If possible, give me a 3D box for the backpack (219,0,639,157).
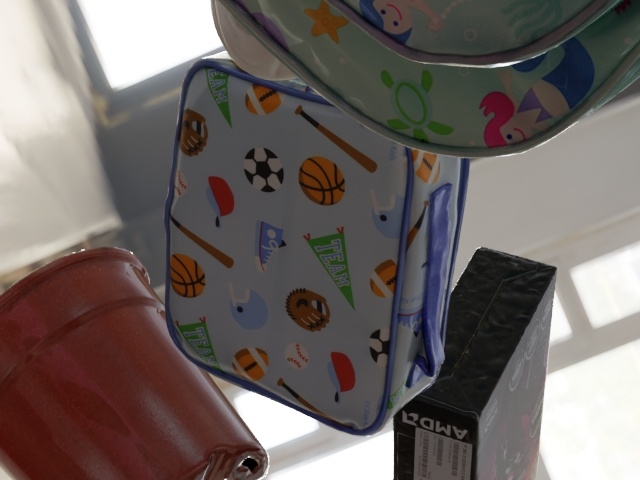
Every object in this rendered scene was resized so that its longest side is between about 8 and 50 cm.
[{"bbox_3d":[0.059,-0.155,0.504,0.225,0.253,0.191,43,-141,4],"label":"backpack"}]

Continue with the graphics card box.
[{"bbox_3d":[0.155,0.218,1.561,0.233,0.094,0.370,-54,-29,-43],"label":"graphics card box"}]

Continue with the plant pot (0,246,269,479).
[{"bbox_3d":[-0.211,0.194,1.569,0.265,0.272,0.272,45,177,25],"label":"plant pot"}]

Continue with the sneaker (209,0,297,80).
[{"bbox_3d":[-0.049,-0.206,0.837,0.232,0.090,0.115,57,163,23],"label":"sneaker"}]

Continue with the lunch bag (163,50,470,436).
[{"bbox_3d":[0.000,0.000,1.202,0.115,0.243,0.303,-36,-43,-50],"label":"lunch bag"}]
